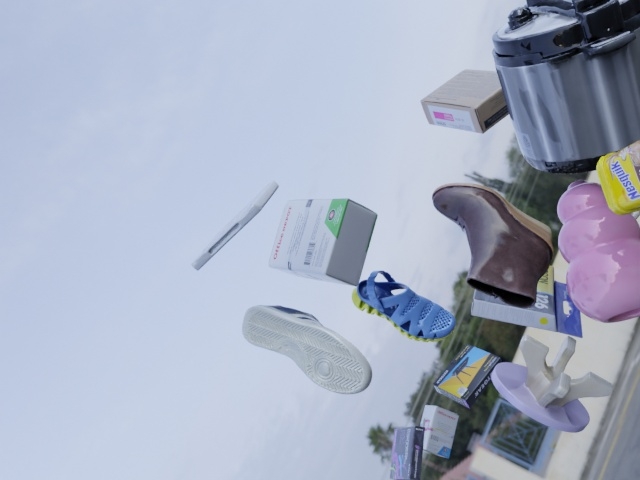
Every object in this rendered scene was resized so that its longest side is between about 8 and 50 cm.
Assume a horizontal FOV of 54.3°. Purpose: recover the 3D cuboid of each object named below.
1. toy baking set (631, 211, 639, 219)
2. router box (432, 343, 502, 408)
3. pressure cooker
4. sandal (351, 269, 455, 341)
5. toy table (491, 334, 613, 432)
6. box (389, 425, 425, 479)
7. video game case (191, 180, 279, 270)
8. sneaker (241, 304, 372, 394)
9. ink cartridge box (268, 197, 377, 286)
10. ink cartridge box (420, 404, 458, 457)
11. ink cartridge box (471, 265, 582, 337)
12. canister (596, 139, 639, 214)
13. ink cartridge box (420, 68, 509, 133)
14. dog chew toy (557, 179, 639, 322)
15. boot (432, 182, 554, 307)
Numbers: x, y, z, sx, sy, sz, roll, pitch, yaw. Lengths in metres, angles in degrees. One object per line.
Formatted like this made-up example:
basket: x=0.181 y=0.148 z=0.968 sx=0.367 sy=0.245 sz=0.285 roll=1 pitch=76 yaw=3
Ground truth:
toy baking set: x=0.982 y=-0.162 z=1.822 sx=0.256 sy=0.030 sz=0.197 roll=-59 pitch=-2 yaw=-27
router box: x=0.450 y=0.409 z=1.899 sx=0.179 sy=0.133 sz=0.046 roll=-44 pitch=-57 yaw=-21
pressure cooker: x=0.594 y=-0.406 z=1.426 sx=0.375 sy=0.369 sz=0.421 roll=-39 pitch=-65 yaw=-32
sandal: x=0.237 y=0.183 z=1.787 sx=0.126 sy=0.317 sz=0.138 roll=-57 pitch=-19 yaw=-38
toy table: x=0.619 y=0.376 z=1.671 sx=0.252 sy=0.274 sz=0.161 roll=-63 pitch=-5 yaw=-58
box: x=0.197 y=0.488 z=1.428 sx=0.162 sy=0.029 sz=0.116 roll=120 pitch=161 yaw=-67
video game case: x=-0.193 y=-0.040 z=1.443 sx=0.206 sy=0.026 sz=0.227 roll=-42 pitch=9 yaw=18
sneaker: x=-0.012 y=0.240 z=1.469 sx=0.148 sy=0.350 sz=0.131 roll=3 pitch=-69 yaw=-60
ink cartridge box: x=0.000 y=0.000 z=1.729 sx=0.121 sy=0.289 sz=0.211 roll=22 pitch=-100 yaw=-34
ink cartridge box: x=0.326 y=0.532 z=1.742 sx=0.052 sy=0.088 sz=0.123 roll=-16 pitch=51 yaw=61
ink cartridge box: x=0.621 y=0.154 z=1.863 sx=0.303 sy=0.307 sz=0.072 roll=-54 pitch=-31 yaw=-59
canister: x=0.619 y=-0.131 z=1.186 sx=0.170 sy=0.073 sz=0.126 roll=133 pitch=124 yaw=-71
ink cartridge box: x=0.435 y=-0.400 z=1.776 sx=0.193 sy=0.234 sz=0.088 roll=-37 pitch=-58 yaw=-16
dog chew toy: x=0.643 y=0.014 z=1.427 sx=0.206 sy=0.206 sz=0.332 roll=56 pitch=-159 yaw=-66
boot: x=0.294 y=0.000 z=1.128 sx=0.207 sy=0.248 sz=0.090 roll=-53 pitch=-19 yaw=-43
